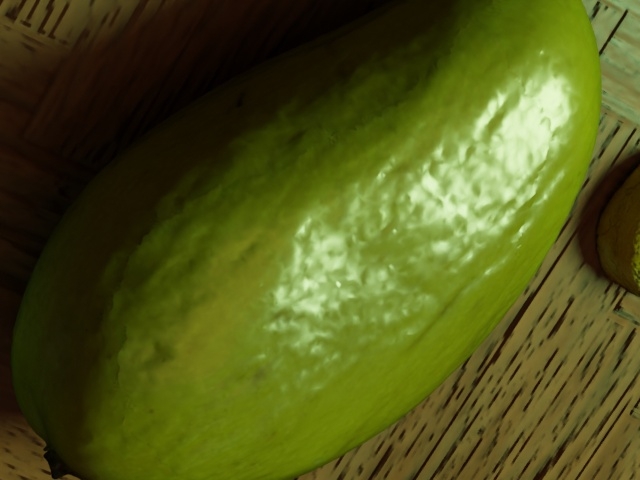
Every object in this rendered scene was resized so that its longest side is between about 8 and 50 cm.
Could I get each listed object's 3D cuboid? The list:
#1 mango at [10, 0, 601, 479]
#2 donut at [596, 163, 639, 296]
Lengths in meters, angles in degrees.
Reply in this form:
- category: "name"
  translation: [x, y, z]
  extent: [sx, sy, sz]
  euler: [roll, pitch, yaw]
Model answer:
- category: "mango"
  translation: [0.001, 0.007, 0.933]
  extent: [0.331, 0.142, 0.195]
  euler: [-30, 125, -6]
- category: "donut"
  translation: [0.189, -0.004, 1.049]
  extent: [0.067, 0.038, 0.083]
  euler: [29, 104, -25]
